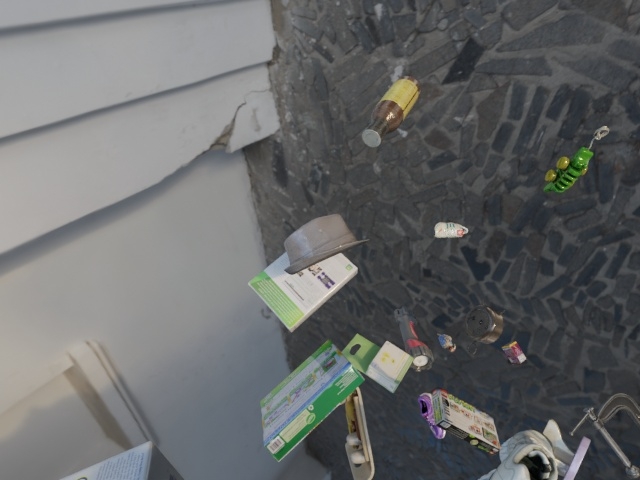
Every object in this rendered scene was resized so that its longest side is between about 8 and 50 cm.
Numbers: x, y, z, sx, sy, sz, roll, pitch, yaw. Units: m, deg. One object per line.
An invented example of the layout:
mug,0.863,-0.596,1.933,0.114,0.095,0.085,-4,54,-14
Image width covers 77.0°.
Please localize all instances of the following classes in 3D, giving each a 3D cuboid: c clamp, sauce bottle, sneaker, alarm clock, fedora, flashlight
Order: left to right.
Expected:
fedora,0.000,0.000,1.235,0.244,0.276,0.124,21,-135,-84
sauce bottle,0.246,-0.453,1.414,0.112,0.344,0.111,23,144,18
flashlight,0.389,0.401,1.680,0.103,0.304,0.103,-20,115,11
sneaker,0.416,0.676,1.543,0.068,0.071,0.169,-38,68,42
sneaker,0.503,-0.038,1.549,0.075,0.161,0.057,16,108,49
alarm clock,0.563,0.312,1.419,0.129,0.064,0.191,30,101,65
sneaker,0.390,0.419,0.745,0.110,0.292,0.118,42,115,31
c clamp,0.522,0.345,0.703,0.160,0.137,0.022,49,163,2

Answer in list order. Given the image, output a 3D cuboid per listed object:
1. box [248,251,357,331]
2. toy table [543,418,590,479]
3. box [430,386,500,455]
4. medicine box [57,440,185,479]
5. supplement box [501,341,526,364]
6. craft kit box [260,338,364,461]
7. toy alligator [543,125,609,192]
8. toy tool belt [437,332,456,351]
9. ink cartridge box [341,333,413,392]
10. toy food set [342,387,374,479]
box,-0.061,0.134,1.435,0.232,0.322,0.058,44,163,22
toy table,0.992,0.914,1.695,0.161,0.274,0.252,26,177,37
box,0.417,0.518,1.160,0.207,0.114,0.036,31,120,-10
medicine box,-0.407,0.584,0.788,0.149,0.290,0.263,-118,6,-63
supplement box,0.820,0.477,1.705,0.083,0.043,0.055,63,156,14
craft kit box,-0.032,0.364,0.966,0.061,0.250,0.247,51,172,-8
toy alligator,0.563,-0.162,0.889,0.056,0.051,0.189,17,140,-5
toy tool belt,0.489,0.399,1.580,0.051,0.083,0.052,31,108,-18
ink cartridge box,0.209,0.438,1.506,0.235,0.171,0.056,31,124,19
toy food set,0.073,0.513,1.184,0.220,0.093,0.305,-167,67,-85
